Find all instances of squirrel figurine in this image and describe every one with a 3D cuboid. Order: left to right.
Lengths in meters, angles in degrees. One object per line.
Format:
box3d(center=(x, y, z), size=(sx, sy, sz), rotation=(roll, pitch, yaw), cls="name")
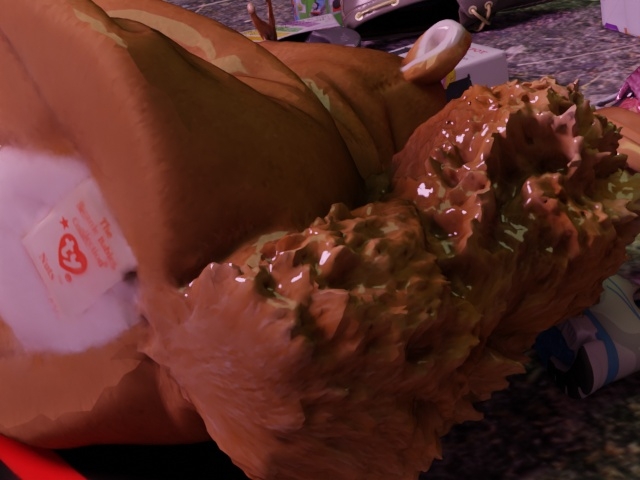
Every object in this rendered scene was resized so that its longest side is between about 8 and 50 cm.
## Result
box3d(center=(0.000, -0.016, 0.793), size=(0.397, 0.281, 0.370), rotation=(25, 25, 28), cls="squirrel figurine")

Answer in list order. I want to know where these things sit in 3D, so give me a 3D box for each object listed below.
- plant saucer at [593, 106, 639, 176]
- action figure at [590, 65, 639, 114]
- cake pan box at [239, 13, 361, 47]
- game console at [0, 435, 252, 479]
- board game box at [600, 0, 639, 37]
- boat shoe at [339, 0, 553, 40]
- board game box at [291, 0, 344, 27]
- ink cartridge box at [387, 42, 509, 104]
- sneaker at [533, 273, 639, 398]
box3d(center=(0.246, -0.029, 0.833), size=(0.037, 0.200, 0.200), rotation=(-54, 26, 5), cls="plant saucer")
box3d(center=(0.342, -0.124, 1.081), size=(0.370, 0.248, 0.276), rotation=(-31, 68, -22), cls="action figure")
box3d(center=(-0.079, -0.191, 1.488), size=(0.266, 0.070, 0.246), rotation=(-11, 25, -3), cls="cake pan box")
box3d(center=(-0.174, 0.158, 0.745), size=(0.342, 0.060, 0.386), rotation=(-18, 24, -31), cls="game console")
box3d(center=(0.485, -0.344, 1.498), size=(0.275, 0.144, 0.142), rotation=(-18, 25, -16), cls="board game box")
box3d(center=(0.176, -0.313, 1.630), size=(0.304, 0.091, 0.109), rotation=(-4, -19, 5), cls="boat shoe")
box3d(center=(0.031, -0.381, 1.692), size=(0.160, 0.212, 0.039), rotation=(-14, 23, -8), cls="board game box")
box3d(center=(0.092, -0.150, 1.308), size=(0.175, 0.072, 0.127), rotation=(-21, 25, -23), cls="ink cartridge box")
box3d(center=(0.174, 0.040, 0.853), size=(0.082, 0.071, 0.191), rotation=(-9, 30, -12), cls="sneaker")
